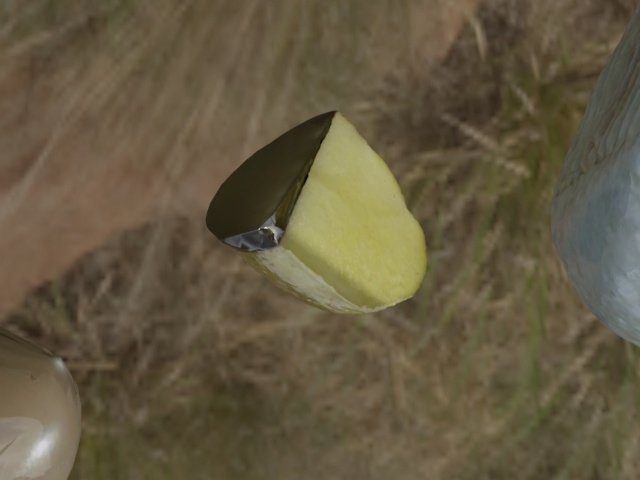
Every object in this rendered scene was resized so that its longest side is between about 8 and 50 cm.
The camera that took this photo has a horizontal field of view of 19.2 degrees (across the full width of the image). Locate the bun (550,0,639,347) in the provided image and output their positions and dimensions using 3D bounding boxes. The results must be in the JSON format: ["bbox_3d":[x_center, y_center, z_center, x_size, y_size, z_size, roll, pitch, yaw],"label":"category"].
[{"bbox_3d":[0.263,-0.084,0.944,0.211,0.362,0.362,29,131,-7],"label":"bun"}]

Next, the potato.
[{"bbox_3d":[0.000,0.000,1.010,0.066,0.096,0.103,-13,125,48],"label":"potato"}]

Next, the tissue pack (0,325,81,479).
[{"bbox_3d":[-0.226,-0.033,0.325,0.277,0.387,0.267,-29,149,3],"label":"tissue pack"}]
